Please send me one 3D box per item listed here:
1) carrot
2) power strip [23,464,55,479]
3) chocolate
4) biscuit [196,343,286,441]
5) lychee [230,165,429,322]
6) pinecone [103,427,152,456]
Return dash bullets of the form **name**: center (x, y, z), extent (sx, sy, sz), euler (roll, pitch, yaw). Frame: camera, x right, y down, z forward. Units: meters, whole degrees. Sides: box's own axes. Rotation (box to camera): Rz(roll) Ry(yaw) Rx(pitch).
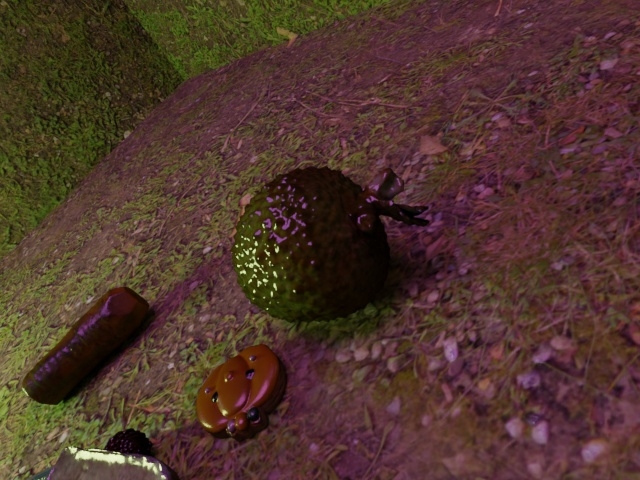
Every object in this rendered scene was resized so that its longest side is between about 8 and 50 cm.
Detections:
- **carrot**: center (-0.532, 0.237, 1.165), extent (0.302, 0.114, 0.114), euler (-46, 34, -9)
- **power strip**: center (-0.532, 0.504, 0.888), extent (0.216, 0.061, 0.145), euler (-29, 40, 14)
- **chocolate**: center (-0.309, 0.408, 0.734), extent (0.303, 0.100, 0.185), euler (-9, 55, 33)
- **biscuit**: center (-0.136, 0.248, 0.829), extent (0.170, 0.050, 0.170), euler (-25, 35, 19)
- **lychee**: center (-0.008, 0.006, 0.829), extent (0.270, 0.270, 0.320), euler (-61, 6, -32)
- **pinecone**: center (-0.331, 0.358, 0.860), extent (0.083, 0.077, 0.077), euler (-16, 37, 45)
